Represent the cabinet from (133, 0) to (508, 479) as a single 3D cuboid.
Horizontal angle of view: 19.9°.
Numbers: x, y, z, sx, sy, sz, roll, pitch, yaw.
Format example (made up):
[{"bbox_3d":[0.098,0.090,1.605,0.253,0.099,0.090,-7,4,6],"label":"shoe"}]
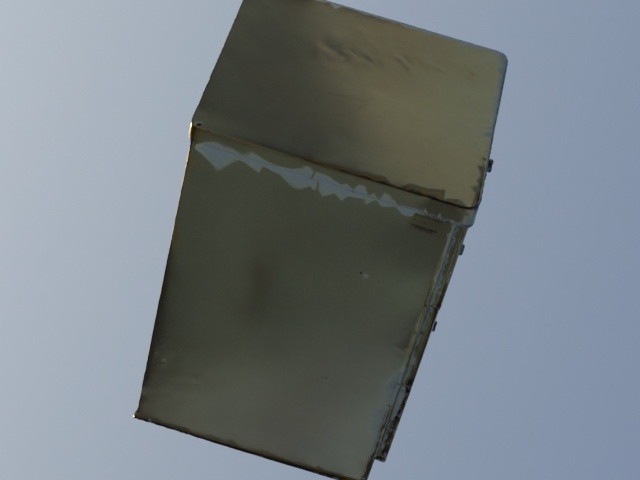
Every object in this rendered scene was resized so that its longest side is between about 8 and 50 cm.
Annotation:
[{"bbox_3d":[0.000,0.000,0.986,0.145,0.150,0.206,-74,179,-51],"label":"cabinet"}]
